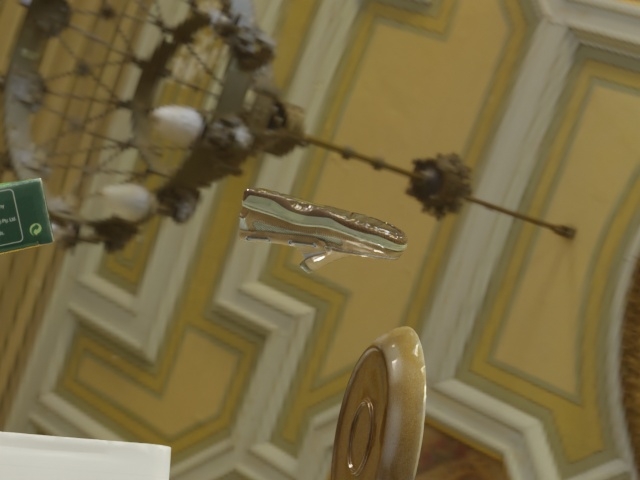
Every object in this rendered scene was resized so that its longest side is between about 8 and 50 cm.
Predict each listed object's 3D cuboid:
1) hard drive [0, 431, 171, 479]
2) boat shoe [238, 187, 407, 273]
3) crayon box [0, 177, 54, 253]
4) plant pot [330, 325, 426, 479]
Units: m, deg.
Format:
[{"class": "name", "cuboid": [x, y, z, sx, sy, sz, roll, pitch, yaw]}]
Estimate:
[{"class": "hard drive", "cuboid": [-0.246, 0.329, 1.191, 0.040, 0.210, 0.318, 120, -26, -63]}, {"class": "boat shoe", "cuboid": [0.000, 0.000, 1.429, 0.190, 0.068, 0.072, 17, -83, 28]}, {"class": "crayon box", "cuboid": [-0.462, -0.015, 1.687, 0.323, 0.203, 0.083, 178, -100, -68]}, {"class": "plant pot", "cuboid": [0.051, 0.200, 1.377, 0.236, 0.032, 0.236, -169, -90, -77]}]
